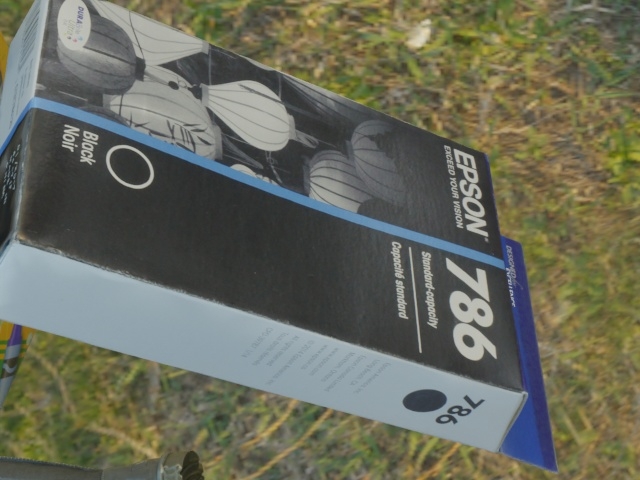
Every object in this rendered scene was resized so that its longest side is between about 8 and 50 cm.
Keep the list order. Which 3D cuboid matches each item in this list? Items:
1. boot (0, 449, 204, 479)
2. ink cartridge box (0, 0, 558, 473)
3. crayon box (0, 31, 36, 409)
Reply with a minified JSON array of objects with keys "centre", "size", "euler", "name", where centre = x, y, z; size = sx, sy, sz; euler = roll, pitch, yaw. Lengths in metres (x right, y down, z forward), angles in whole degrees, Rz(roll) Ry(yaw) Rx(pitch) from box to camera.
[{"centre":[-0.178,0.239,0.897],"size":[0.208,0.076,0.190],"euler":[-9,81,12],"name":"boot"},{"centre":[0.000,0.000,0.635],"size":[0.065,0.332,0.165],"euler":[-46,36,41],"name":"ink cartridge box"},{"centre":[-0.280,-0.030,0.912],"size":[0.083,0.323,0.203],"euler":[11,62,15],"name":"crayon box"}]
